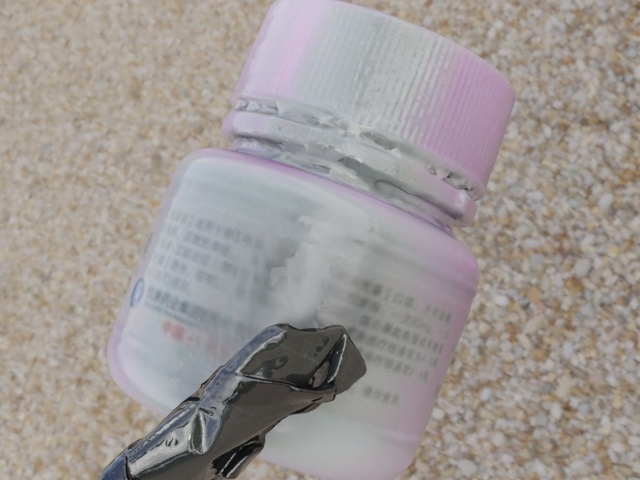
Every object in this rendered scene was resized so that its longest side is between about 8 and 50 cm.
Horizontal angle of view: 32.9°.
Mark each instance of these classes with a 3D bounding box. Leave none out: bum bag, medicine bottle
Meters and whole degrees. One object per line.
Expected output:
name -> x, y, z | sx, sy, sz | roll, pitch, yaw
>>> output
bum bag -> -0.059, 0.119, 0.647 | 0.197, 0.087, 0.049 | -40, 48, 8
medicine bottle -> 0.000, 0.000, 0.846 | 0.256, 0.256, 0.325 | 17, 86, 49
